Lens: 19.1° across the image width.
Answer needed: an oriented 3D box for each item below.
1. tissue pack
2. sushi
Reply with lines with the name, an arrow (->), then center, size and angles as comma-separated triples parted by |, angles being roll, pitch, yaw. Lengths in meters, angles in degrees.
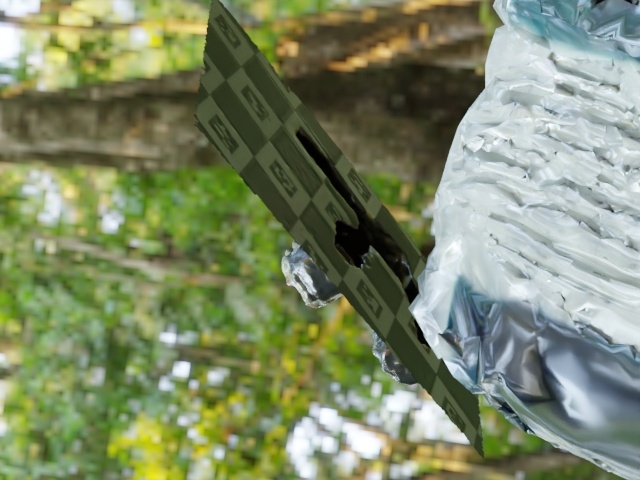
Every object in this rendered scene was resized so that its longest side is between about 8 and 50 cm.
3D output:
tissue pack -> 0.267, -0.003, 0.356 | 0.264, 0.416, 0.253 | 17, -86, -51
sushi -> 0.000, 0.000, 1.150 | 0.279, 0.043, 0.192 | 49, -161, -22
